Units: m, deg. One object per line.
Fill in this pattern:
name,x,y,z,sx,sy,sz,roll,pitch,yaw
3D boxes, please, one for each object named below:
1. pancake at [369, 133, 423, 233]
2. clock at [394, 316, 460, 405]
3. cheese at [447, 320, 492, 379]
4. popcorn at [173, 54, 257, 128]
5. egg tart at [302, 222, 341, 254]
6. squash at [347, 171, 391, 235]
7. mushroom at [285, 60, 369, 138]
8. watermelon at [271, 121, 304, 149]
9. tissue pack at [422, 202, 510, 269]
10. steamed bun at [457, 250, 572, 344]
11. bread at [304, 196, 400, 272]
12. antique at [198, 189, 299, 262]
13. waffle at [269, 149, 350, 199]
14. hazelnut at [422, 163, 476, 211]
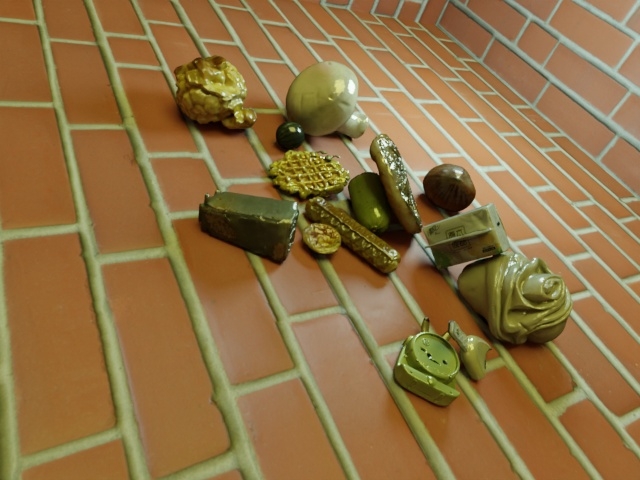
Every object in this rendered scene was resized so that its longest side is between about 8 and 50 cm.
pancake,0.267,-0.197,1.658,0.387,0.082,0.387,55,23,-38
clock,0.299,0.316,1.289,0.170,0.069,0.232,26,41,1
cheese,0.409,0.292,1.313,0.235,0.049,0.127,48,46,-33
popcorn,-0.380,-0.533,1.749,0.332,0.225,0.265,33,49,-24
egg tart,0.000,0.000,1.483,0.130,0.052,0.131,9,46,-10
squash,0.175,-0.111,1.633,0.132,0.133,0.247,8,46,-18
mushroom,0.037,-0.555,1.905,0.355,0.315,0.315,23,41,1
watermelon,-0.127,-0.392,1.802,0.133,0.105,0.105,-22,56,-14
tissue pack,0.460,-0.004,1.531,0.145,0.229,0.159,-22,92,-54
steamed bun,0.640,0.156,1.510,0.309,0.220,0.324,-1,48,-29
bread,0.100,-0.022,1.540,0.367,0.084,0.077,37,2,15
antique,-0.214,-0.058,1.396,0.283,0.150,0.125,16,37,2
waffle,-0.040,-0.234,1.696,0.280,0.060,0.262,23,48,9
hazelnut,0.509,-0.217,1.857,0.210,0.210,0.186,32,45,8
